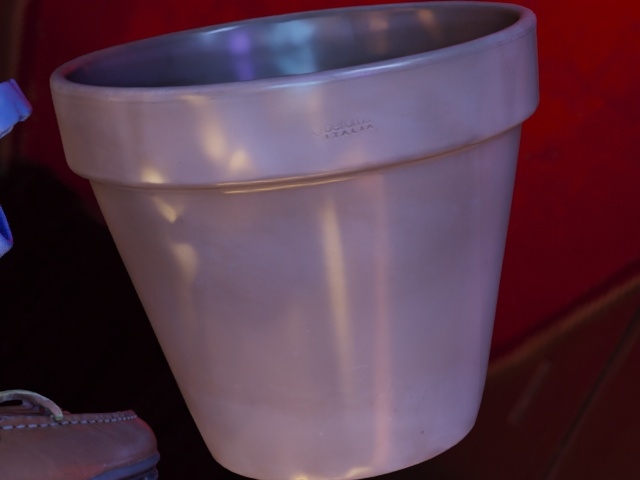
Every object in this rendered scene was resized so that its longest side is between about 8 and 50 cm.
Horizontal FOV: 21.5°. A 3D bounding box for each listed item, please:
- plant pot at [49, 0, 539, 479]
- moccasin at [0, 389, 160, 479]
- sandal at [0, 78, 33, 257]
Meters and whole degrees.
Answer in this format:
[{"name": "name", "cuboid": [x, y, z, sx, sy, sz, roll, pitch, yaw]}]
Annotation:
[{"name": "plant pot", "cuboid": [0.000, 0.000, 1.135, 0.323, 0.323, 0.280, 6, 109, 46]}, {"name": "moccasin", "cuboid": [-0.235, 0.139, 0.961, 0.139, 0.380, 0.147, -48, 67, 30]}, {"name": "sandal", "cuboid": [-0.283, -0.004, 1.188, 0.138, 0.317, 0.126, 8, -165, -1]}]
